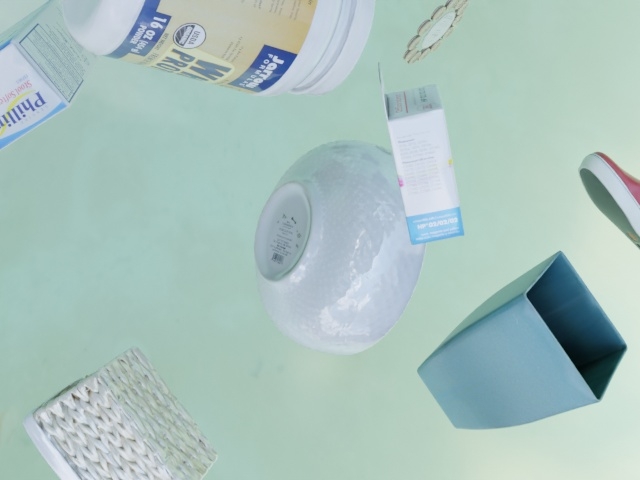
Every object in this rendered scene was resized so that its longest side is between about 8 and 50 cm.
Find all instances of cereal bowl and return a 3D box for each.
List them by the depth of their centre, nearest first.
[{"bbox_3d":[0.000,0.000,1.235,0.141,0.339,0.339,16,112,-35],"label":"cereal bowl"}]

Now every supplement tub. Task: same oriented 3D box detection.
[{"bbox_3d":[-0.116,-0.297,0.951,0.316,0.228,0.228,8,114,-35],"label":"supplement tub"}]

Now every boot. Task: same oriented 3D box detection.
[{"bbox_3d":[0.515,-0.081,1.209,0.244,0.088,0.176,44,92,-11],"label":"boot"}]

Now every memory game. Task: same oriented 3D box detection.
[{"bbox_3d":[0.241,-0.440,1.691,0.186,0.186,0.012,-45,77,11],"label":"memory game"}]

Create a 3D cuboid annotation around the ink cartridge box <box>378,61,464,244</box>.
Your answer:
[{"bbox_3d":[0.109,-0.101,0.876,0.061,0.104,0.181,-11,114,8],"label":"ink cartridge box"}]

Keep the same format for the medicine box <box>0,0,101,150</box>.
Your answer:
[{"bbox_3d":[-0.584,-0.292,1.519,0.263,0.289,0.149,-29,117,14],"label":"medicine box"}]

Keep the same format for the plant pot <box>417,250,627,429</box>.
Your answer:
[{"bbox_3d":[0.264,0.159,1.134,0.234,0.165,0.166,-35,88,37],"label":"plant pot"}]

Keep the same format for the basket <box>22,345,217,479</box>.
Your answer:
[{"bbox_3d":[-0.198,0.206,0.832,0.103,0.113,0.167,-36,91,14],"label":"basket"}]
